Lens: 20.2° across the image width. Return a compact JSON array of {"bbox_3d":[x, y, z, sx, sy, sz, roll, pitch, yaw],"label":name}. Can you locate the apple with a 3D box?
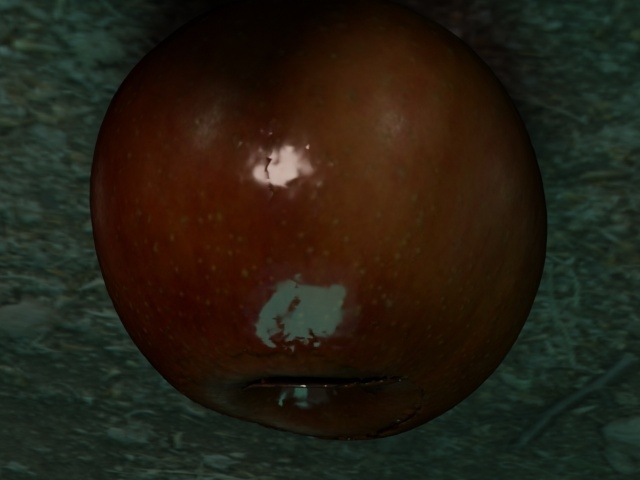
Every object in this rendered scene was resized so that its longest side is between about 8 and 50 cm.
[{"bbox_3d":[0.000,0.000,0.818,0.210,0.173,0.235,-14,145,30],"label":"apple"}]
